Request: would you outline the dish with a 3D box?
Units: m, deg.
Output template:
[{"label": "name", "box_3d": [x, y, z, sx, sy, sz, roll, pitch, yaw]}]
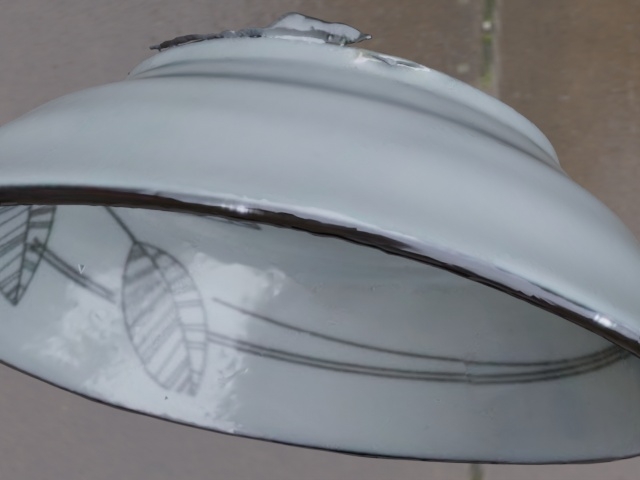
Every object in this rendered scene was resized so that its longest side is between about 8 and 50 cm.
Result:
[{"label": "dish", "box_3d": [0.000, 0.000, 0.649, 0.316, 0.316, 0.106, 20, 70, -24]}]
